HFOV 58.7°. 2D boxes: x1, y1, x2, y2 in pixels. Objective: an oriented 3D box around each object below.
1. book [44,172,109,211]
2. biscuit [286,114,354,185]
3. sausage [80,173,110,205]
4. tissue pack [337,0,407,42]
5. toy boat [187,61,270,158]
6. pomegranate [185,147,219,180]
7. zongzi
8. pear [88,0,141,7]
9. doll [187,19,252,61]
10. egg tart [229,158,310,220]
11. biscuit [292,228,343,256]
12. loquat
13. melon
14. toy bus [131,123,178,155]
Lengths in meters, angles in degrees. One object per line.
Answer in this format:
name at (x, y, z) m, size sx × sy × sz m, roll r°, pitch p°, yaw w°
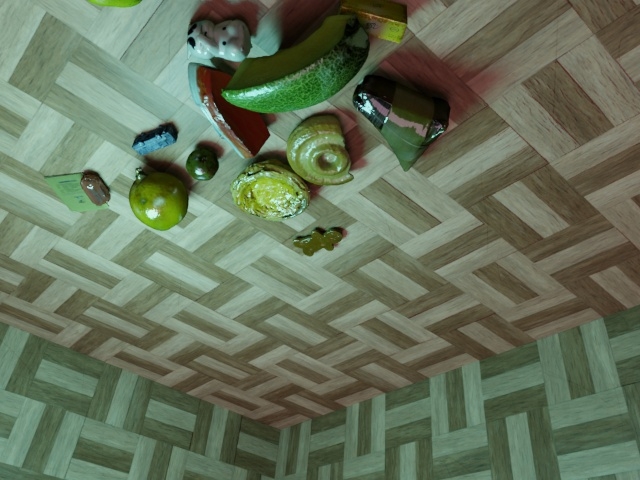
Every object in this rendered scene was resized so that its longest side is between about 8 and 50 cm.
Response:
book at (-0.929, -0.180, 2.174) m, size 0.168 × 0.013 × 0.192 m, roll -4°, pitch 140°, yaw 12°
biscuit at (-0.004, -0.279, 1.873) m, size 0.214 × 0.091 × 0.274 m, roll -10°, pitch 141°, yaw 16°
sausage at (-0.833, -0.189, 2.106) m, size 0.076 × 0.076 × 0.141 m, roll -5°, pitch 142°, yaw 13°
tissue pack at (0.134, -0.582, 1.471) m, size 0.176 × 0.095 × 0.062 m, roll 12°, pitch 140°, yaw -6°
toy boat at (-0.293, -0.402, 1.729) m, size 0.133 × 0.145 × 0.331 m, roll 14°, pitch 151°, yaw 38°
pomegranate at (-0.405, -0.253, 1.949) m, size 0.115 × 0.114 × 0.142 m, roll 14°, pitch 165°, yaw -10°
zongzi at (0.205, -0.339, 1.737) m, size 0.290 × 0.154 × 0.317 m, roll 22°, pitch 145°, yaw -7°
pear at (-0.525, -0.670, 1.390) m, size 0.220 × 0.187 × 0.188 m, roll 18°, pitch 142°, yaw -36°
doll at (-0.281, -0.547, 1.558) m, size 0.181 × 0.110 × 0.107 m, roll 4°, pitch -179°, yaw 0°
egg tart at (-0.178, -0.180, 2.013) m, size 0.291 × 0.106 × 0.290 m, roll 1°, pitch 138°, yaw 0°
biscuit at (0.000, 0.000, 2.268) m, size 0.205 × 0.031 × 0.138 m, roll -22°, pitch 135°, yaw 30°
loquat at (-0.586, -0.156, 2.023) m, size 0.214 × 0.213 × 0.246 m, roll -13°, pitch 127°, yaw 22°
melon at (-0.040, -0.456, 1.493) m, size 0.344 × 0.225 × 0.331 m, roll 6°, pitch -170°, yaw 43°
toy bus at (-0.554, -0.337, 1.906) m, size 0.166 × 0.047 × 0.065 m, roll -14°, pitch 142°, yaw 25°
